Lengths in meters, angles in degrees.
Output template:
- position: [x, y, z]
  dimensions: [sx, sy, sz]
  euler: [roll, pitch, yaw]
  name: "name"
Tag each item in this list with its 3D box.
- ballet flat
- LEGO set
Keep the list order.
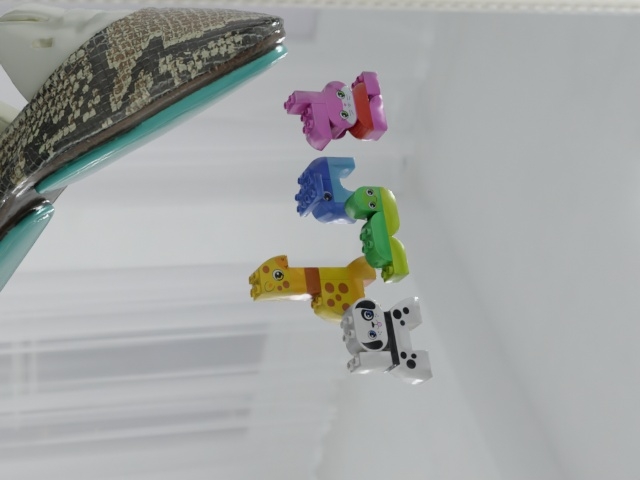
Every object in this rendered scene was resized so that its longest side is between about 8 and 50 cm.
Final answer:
- position: [-0.254, -0.077, 1.001]
  dimensions: [0.182, 0.482, 0.164]
  euler: [51, 21, -3]
  name: "ballet flat"
- position: [0.000, 0.000, 0.851]
  dimensions: [0.087, 0.093, 0.227]
  euler: [134, -49, -58]
  name: "LEGO set"
